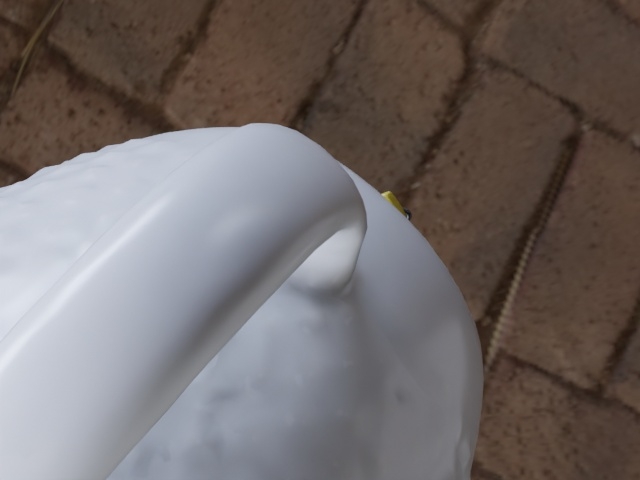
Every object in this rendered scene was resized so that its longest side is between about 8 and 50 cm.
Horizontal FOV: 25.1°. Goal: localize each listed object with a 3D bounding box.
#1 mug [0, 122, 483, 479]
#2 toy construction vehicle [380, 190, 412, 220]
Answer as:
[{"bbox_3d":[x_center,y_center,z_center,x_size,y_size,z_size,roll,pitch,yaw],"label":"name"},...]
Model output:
[{"bbox_3d":[-0.085,0.095,0.534,0.276,0.374,0.328,41,61,8],"label":"mug"},{"bbox_3d":[0.000,0.000,0.915,0.035,0.098,0.086,62,25,-5],"label":"toy construction vehicle"}]
